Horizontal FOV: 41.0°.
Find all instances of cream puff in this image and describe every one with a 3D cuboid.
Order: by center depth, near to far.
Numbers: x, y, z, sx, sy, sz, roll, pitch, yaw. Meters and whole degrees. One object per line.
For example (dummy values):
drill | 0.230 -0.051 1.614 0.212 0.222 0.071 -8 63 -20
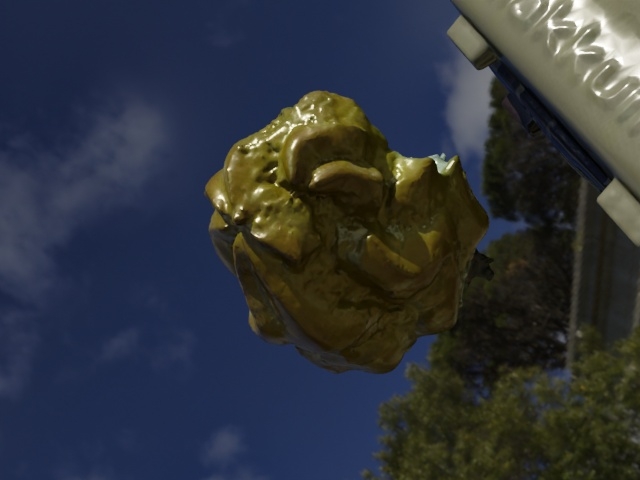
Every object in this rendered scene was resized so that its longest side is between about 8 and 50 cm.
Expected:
cream puff | -0.001 -0.001 0.443 0.156 0.156 0.121 32 -108 -45

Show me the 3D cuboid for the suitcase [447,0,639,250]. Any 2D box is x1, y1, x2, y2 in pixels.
suitcase | 0.268 -0.160 0.496 0.339 0.351 0.194 -40 -43 14
